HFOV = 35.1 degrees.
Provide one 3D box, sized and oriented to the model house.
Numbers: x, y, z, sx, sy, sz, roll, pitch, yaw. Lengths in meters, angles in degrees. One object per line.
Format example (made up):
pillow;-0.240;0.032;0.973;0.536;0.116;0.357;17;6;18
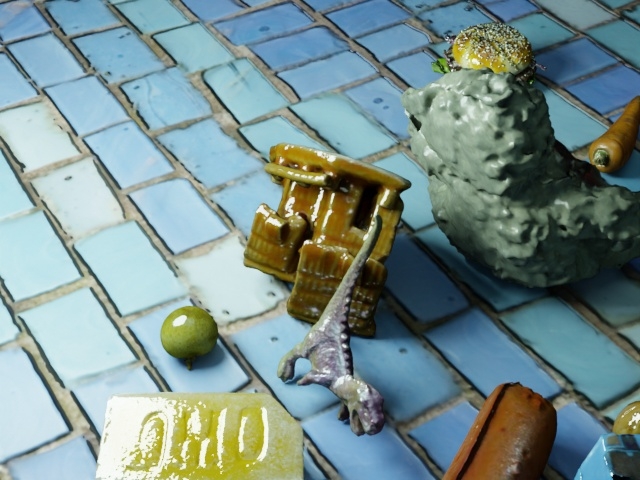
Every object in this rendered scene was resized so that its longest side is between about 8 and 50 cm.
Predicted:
model house;0.000;-0.002;1.360;0.199;0.219;0.229;13;88;1

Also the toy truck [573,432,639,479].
toy truck;0.358;0.374;0.977;0.162;0.161;0.385;3;41;-11

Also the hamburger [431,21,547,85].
hamburger;0.290;-0.317;1.769;0.190;0.093;0.164;-7;44;-6

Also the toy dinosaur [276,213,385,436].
toy dinosaur;0.028;0.109;1.238;0.072;0.200;0.251;15;76;-28

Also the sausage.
sausage;0.173;0.287;1.110;0.102;0.102;0.330;21;45;21

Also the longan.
longan;-0.169;0.126;1.311;0.075;0.075;0.083;-6;85;-7

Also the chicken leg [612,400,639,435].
chicken leg;0.462;0.233;1.153;0.252;0.107;0.087;3;64;14

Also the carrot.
carrot;0.496;-0.176;1.656;0.061;0.061;0.257;22;38;21

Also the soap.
soap;-0.134;0.246;1.168;0.232;0.073;0.140;0;47;-2

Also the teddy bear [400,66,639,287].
teddy bear;0.263;-0.103;1.343;0.357;0.367;0.224;24;60;29
